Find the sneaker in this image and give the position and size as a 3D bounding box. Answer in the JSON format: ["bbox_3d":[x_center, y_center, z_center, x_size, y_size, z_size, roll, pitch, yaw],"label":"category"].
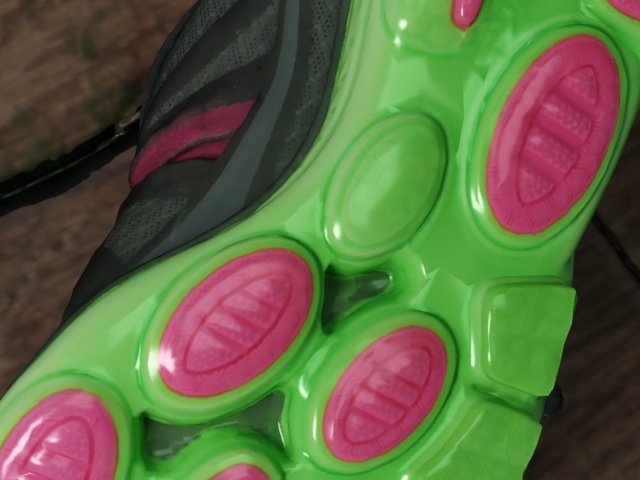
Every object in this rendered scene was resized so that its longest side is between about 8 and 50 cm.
[{"bbox_3d":[0.000,0.000,0.687,0.185,0.202,0.483,37,75,-15],"label":"sneaker"}]
